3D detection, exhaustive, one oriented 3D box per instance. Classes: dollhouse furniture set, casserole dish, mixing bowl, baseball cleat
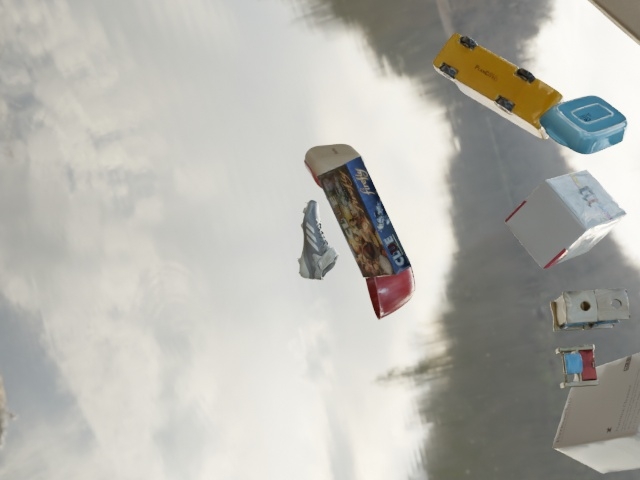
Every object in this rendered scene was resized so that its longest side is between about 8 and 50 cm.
[{"bbox_3d":[0.561,0.203,1.792,0.129,0.129,0.183,79,7,-76],"label":"dollhouse furniture set"},{"bbox_3d":[0.460,-0.205,1.499,0.114,0.188,0.037,46,-43,27],"label":"casserole dish"},{"bbox_3d":[0.161,0.087,2.006,0.181,0.098,0.181,168,-90,-86],"label":"mixing bowl"},{"bbox_3d":[0.000,0.000,2.236,0.072,0.110,0.205,0,95,-66],"label":"baseball cleat"}]

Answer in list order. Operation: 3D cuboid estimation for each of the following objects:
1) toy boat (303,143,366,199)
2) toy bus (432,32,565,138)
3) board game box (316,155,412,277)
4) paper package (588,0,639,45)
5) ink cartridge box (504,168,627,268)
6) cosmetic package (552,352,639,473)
[{"bbox_3d":[0.042,-0.169,2.373,0.231,0.151,0.151,-119,-156,-66],"label":"toy boat"},{"bbox_3d":[0.447,-0.390,2.182,0.333,0.108,0.130,37,4,26],"label":"toy bus"},{"bbox_3d":[0.086,-0.042,1.785,0.243,0.042,0.165,65,-21,-4],"label":"board game box"},{"bbox_3d":[0.619,-0.495,1.497,0.325,0.309,0.168,37,26,-11],"label":"paper package"},{"bbox_3d":[0.479,-0.044,1.694,0.176,0.128,0.127,-14,60,-45],"label":"ink cartridge box"},{"bbox_3d":[0.710,0.397,1.994,0.217,0.156,0.385,-65,-175,-23],"label":"cosmetic package"}]
